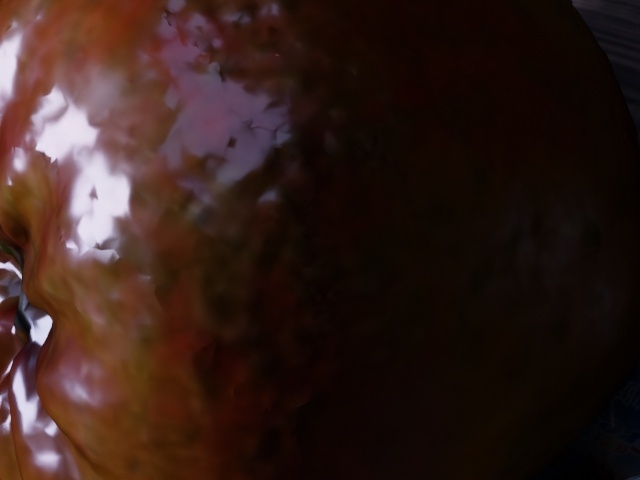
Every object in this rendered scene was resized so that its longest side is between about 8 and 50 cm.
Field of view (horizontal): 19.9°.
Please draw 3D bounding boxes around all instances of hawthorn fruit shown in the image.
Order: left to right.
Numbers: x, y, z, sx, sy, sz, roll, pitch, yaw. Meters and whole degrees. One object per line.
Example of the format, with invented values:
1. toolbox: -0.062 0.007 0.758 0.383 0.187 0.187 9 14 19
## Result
1. hawthorn fruit: 0.000 0.000 0.958 0.402 0.403 0.403 -10 45 10

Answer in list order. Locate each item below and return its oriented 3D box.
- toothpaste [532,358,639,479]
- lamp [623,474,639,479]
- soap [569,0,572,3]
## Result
1. toothpaste: 0.150 0.129 0.993 0.096 0.061 0.266 26 66 37
2. lamp: 0.162 0.221 0.773 0.233 0.233 0.265 -12 23 8
3. soap: 0.104 -0.170 1.140 0.087 0.265 0.160 -6 46 13
